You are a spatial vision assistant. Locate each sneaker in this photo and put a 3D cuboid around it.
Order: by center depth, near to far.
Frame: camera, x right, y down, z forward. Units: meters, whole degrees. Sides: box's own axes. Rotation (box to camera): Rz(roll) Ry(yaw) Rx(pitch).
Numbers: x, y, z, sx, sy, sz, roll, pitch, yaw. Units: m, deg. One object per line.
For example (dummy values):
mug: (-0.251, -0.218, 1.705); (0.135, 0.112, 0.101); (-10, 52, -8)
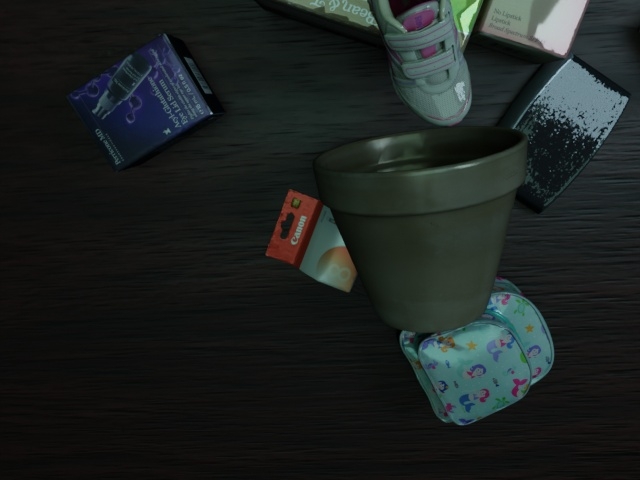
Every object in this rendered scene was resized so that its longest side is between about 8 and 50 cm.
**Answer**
sneaker: (0.123, -0.259, 0.684); (0.103, 0.111, 0.252); (-26, 106, 12)

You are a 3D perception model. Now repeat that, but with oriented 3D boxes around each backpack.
backpack: (0.287, 0.194, 0.979); (0.254, 0.191, 0.225); (-26, 101, 4)

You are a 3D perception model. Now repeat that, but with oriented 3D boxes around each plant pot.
plant pot: (0.169, -0.018, 0.866); (0.323, 0.323, 0.280); (-9, 109, 5)

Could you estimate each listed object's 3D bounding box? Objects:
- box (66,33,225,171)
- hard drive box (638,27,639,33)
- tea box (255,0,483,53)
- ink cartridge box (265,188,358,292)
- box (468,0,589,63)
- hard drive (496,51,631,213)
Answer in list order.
box: (-0.299, -0.236, 0.935); (0.207, 0.108, 0.153); (-29, 101, 9)
hard drive box: (0.683, -0.345, 0.865); (0.232, 0.089, 0.181); (-36, 100, 11)
tea box: (0.094, -0.468, 0.796); (0.329, 0.220, 0.323); (17, 107, -2)
ink cartridge box: (0.000, 0.000, 1.012); (0.179, 0.045, 0.145); (20, 104, -5)
box: (0.344, -0.417, 0.845); (0.149, 0.127, 0.232); (17, 105, -1)
hard drive: (0.407, -0.186, 0.937); (0.172, 0.054, 0.254); (33, 104, -5)
